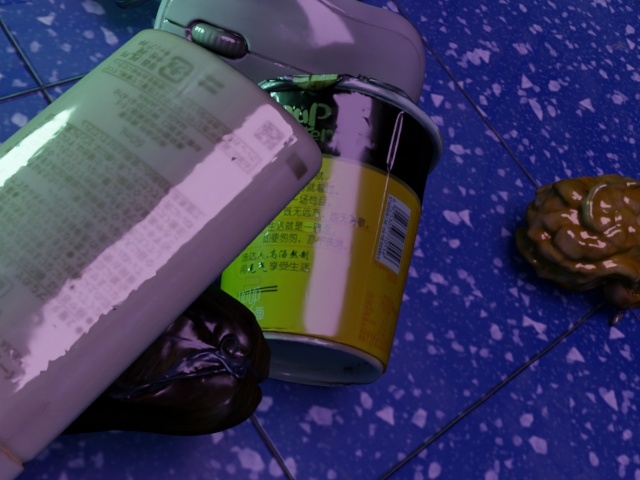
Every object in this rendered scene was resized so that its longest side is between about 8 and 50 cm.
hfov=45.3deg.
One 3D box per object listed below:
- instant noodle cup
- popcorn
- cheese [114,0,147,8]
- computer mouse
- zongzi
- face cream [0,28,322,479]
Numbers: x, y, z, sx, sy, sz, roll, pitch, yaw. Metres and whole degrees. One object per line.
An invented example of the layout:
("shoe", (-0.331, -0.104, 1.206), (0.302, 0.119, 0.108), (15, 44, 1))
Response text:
("instant noodle cup", (0.000, 0.000, 0.698), (0.216, 0.215, 0.236), (16, 65, -17))
("popcorn", (0.331, -0.013, 0.895), (0.194, 0.140, 0.163), (26, 60, -13))
("cheese", (-0.104, -0.341, 0.806), (0.286, 0.074, 0.188), (-26, 93, -4))
("computer mouse", (-0.021, -0.177, 0.794), (0.297, 0.184, 0.121), (18, 19, -25))
("zongzi", (-0.219, 0.116, 0.541), (0.286, 0.138, 0.300), (31, 68, 14))
("face cream", (-0.170, 0.018, 0.468), (0.174, 0.081, 0.348), (35, 69, 18))
